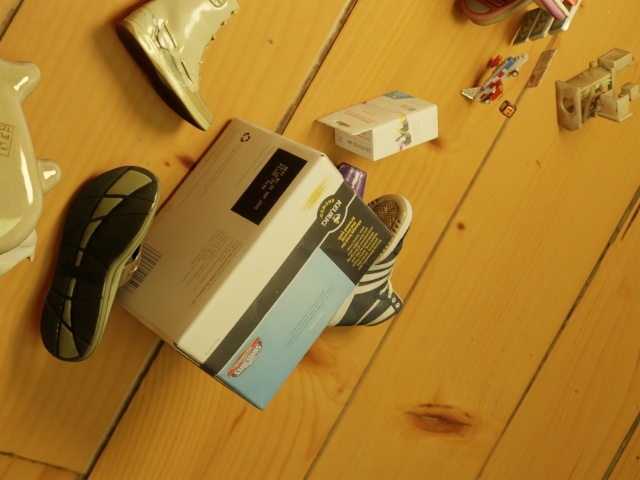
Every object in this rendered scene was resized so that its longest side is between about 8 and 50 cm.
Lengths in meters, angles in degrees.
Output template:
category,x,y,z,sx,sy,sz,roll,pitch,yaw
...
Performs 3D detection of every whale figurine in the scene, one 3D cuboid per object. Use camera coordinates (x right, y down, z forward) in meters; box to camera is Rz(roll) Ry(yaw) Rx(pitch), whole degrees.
category,x,y,z,sx,sy,sz,roll,pitch,yaw
whale figurine,-0.444,-0.109,1.475,0.216,0.141,0.272,14,76,-32

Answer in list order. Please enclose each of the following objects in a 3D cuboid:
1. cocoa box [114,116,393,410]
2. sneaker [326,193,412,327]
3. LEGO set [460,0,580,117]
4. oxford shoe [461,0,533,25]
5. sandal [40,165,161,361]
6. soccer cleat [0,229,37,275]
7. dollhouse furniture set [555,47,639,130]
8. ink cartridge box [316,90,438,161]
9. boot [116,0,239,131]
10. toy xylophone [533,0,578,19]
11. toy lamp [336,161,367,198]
category,x,y,z,sx,sy,sz,roll,pitch,yaw
cocoa box,-0.108,0.033,1.740,0.347,0.231,0.228,-53,134,-9
sneaker,0.103,0.042,1.991,0.153,0.099,0.282,11,124,-42
LEGO set,0.348,-0.326,2.011,0.060,0.182,0.244,30,82,-18
oxford shoe,0.395,-0.463,2.028,0.348,0.123,0.130,-35,145,-15
sandal,-0.319,0.030,1.660,0.303,0.120,0.086,-66,162,7
soccer cleat,-0.471,0.029,1.543,0.196,0.068,0.076,-23,128,-34
dollhouse furniture set,0.585,-0.282,2.244,0.182,0.161,0.101,-29,127,-27
ink cartridge box,0.094,-0.187,1.902,0.181,0.104,0.061,-22,122,-31
boot,-0.177,-0.278,1.646,0.165,0.077,0.213,-47,130,-17
toy xylophone,0.375,-0.529,1.844,0.236,0.081,0.322,9,92,-58
toy lamp,0.000,0.000,1.929,0.080,0.080,0.274,22,95,-44
